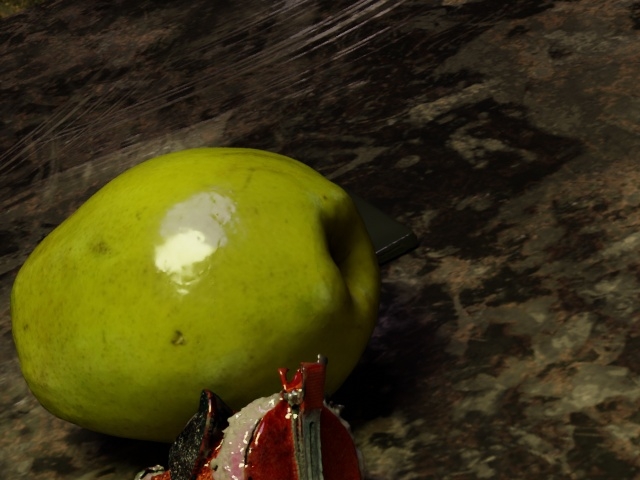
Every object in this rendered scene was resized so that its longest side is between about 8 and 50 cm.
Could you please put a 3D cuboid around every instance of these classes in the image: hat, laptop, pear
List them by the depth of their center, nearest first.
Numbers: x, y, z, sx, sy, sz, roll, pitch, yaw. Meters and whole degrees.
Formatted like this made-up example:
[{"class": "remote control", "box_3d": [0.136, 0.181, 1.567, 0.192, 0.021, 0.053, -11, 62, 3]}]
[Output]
[{"class": "hat", "box_3d": [-0.073, 0.172, 1.218, 0.227, 0.140, 0.129, -12, 13, 45]}, {"class": "pear", "box_3d": [-0.101, 0.050, 1.323, 0.307, 0.253, 0.253, -23, 23, 24]}, {"class": "laptop", "box_3d": [0.000, 0.000, 1.616, 0.135, 0.016, 0.197, -27, 25, -12]}]
